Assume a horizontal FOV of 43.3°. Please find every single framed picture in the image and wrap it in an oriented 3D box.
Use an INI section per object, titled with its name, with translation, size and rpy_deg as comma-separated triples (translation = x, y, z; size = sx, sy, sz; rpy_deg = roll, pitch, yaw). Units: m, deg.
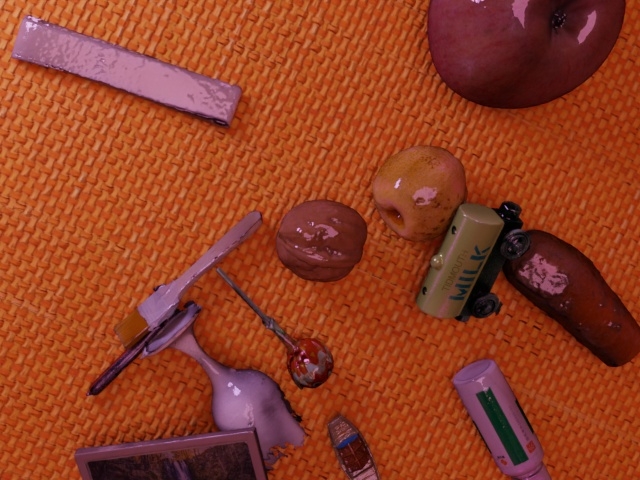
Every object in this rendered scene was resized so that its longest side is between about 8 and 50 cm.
[framed picture]
translation = -0.245, 0.446, 1.411
size = 0.324, 0.020, 0.240
rpy_deg = -7, 111, 6

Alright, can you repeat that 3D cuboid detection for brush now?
[brush]
translation = -0.229, 0.064, 1.442
size = 0.336, 0.085, 0.020
rpy_deg = -42, 128, -7

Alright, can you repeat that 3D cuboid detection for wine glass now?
[wine glass]
translation = -0.163, 0.259, 1.417
size = 0.143, 0.143, 0.321
rpy_deg = -43, 104, -4

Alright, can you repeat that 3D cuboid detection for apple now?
[apple]
translation = 0.359, -0.390, 1.393
size = 0.345, 0.269, 0.344
rpy_deg = 0, 93, -8

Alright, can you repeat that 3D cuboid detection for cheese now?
[cheese]
translation = -0.339, -0.298, 1.431
size = 0.400, 0.034, 0.085
rpy_deg = 17, 86, -8

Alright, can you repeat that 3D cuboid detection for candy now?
[candy]
translation = -0.088, 0.155, 1.448
size = 0.287, 0.078, 0.084
rpy_deg = 46, 58, -11

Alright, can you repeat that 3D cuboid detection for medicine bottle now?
[medicine bottle]
translation = 0.345, 0.353, 1.510
size = 0.095, 0.095, 0.260
rpy_deg = -28, 94, -5

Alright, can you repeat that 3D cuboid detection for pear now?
[pear]
translation = 0.183, -0.089, 1.447
size = 0.178, 0.178, 0.178
rpy_deg = 0, 92, -7

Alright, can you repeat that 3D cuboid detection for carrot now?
[carrot]
translation = 0.473, 0.101, 1.501
size = 0.302, 0.139, 0.138
rpy_deg = 39, 87, -13

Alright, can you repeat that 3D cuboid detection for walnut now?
[walnut]
translation = 0.000, 0.000, 1.433
size = 0.167, 0.149, 0.166
rpy_deg = -9, 127, -12

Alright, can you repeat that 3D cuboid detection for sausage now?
[sausage]
translation = -0.348, 0.210, 1.453
size = 0.198, 0.028, 0.025
rpy_deg = -44, 87, -5

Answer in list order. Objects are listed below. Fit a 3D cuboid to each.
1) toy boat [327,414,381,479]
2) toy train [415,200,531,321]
[toy boat]
translation = 0.065, 0.402, 1.492
size = 0.065, 0.066, 0.172
rpy_deg = -28, 96, -8
[toy train]
translation = 0.263, 0.041, 1.438
size = 0.157, 0.105, 0.253
rpy_deg = 4, 123, -26
